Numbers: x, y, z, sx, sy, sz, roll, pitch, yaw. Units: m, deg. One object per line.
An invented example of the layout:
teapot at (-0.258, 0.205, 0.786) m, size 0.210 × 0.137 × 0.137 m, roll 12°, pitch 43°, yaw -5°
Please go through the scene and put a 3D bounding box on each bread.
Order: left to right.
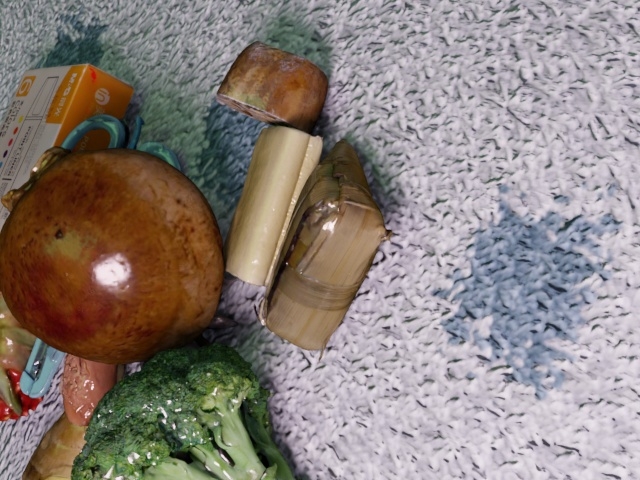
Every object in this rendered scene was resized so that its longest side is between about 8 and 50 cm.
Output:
bread at (-0.057, -0.040, 1.388) m, size 0.139 × 0.060 × 0.178 m, roll -158°, pitch 85°, yaw -73°

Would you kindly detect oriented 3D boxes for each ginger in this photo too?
ginger at (-0.305, 0.216, 1.574) m, size 0.131 × 0.086 × 0.294 m, roll -16°, pitch 55°, yaw 58°

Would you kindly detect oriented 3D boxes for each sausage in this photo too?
sausage at (-0.259, 0.081, 1.517) m, size 0.078 × 0.078 × 0.304 m, roll -3°, pitch 69°, yaw 47°

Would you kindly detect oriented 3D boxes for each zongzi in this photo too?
zongzi at (0.000, 0.000, 1.317) m, size 0.197 × 0.099 × 0.194 m, roll -97°, pitch 31°, yaw -60°

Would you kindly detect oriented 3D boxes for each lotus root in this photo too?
lotus root at (-0.054, -0.170, 1.414) m, size 0.122 × 0.112 × 0.081 m, roll 21°, pitch 81°, yaw 18°

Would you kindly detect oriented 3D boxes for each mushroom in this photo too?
mushroom at (-0.256, 0.011, 1.393) m, size 0.283 × 0.195 × 0.263 m, roll 43°, pitch 122°, yaw 33°

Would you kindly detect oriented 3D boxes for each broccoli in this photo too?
broccoli at (-0.125, 0.245, 1.267) m, size 0.270 × 0.270 × 0.269 m, roll 29°, pitch 99°, yaw 17°

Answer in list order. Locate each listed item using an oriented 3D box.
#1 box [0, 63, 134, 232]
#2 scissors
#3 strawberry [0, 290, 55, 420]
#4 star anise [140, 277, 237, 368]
box at (-0.393, -0.115, 1.745) m, size 0.221 × 0.091 × 0.273 m, roll 4°, pitch 70°, yaw 52°
scissors at (-0.308, 0.017, 1.592) m, size 0.180 × 0.032 × 0.392 m, roll 18°, pitch 80°, yaw 18°
strawberry at (-0.509, 0.135, 1.708) m, size 0.343 × 0.292 × 0.292 m, roll 168°, pitch 114°, yaw -67°
star anise at (-0.175, 0.094, 1.482) m, size 0.181 × 0.061 × 0.204 m, roll 28°, pitch 97°, yaw 49°
